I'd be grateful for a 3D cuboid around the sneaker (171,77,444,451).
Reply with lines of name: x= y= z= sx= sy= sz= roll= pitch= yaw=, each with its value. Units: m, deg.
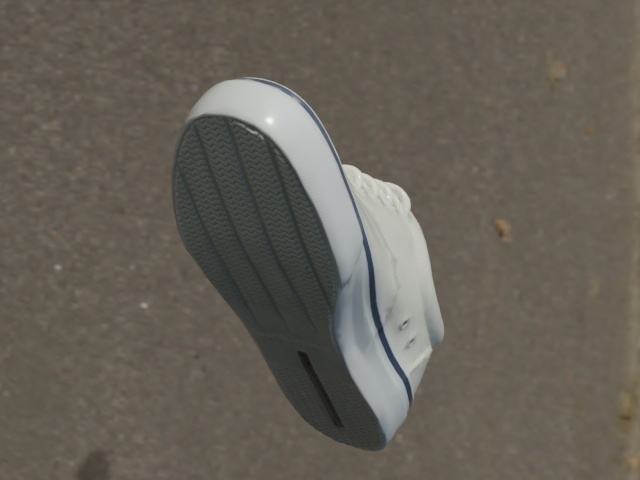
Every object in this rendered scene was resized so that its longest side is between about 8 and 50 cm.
sneaker: x=0.000 y=0.000 z=0.756 sx=0.091 sy=0.094 sz=0.258 roll=-60 pitch=152 yaw=-28
